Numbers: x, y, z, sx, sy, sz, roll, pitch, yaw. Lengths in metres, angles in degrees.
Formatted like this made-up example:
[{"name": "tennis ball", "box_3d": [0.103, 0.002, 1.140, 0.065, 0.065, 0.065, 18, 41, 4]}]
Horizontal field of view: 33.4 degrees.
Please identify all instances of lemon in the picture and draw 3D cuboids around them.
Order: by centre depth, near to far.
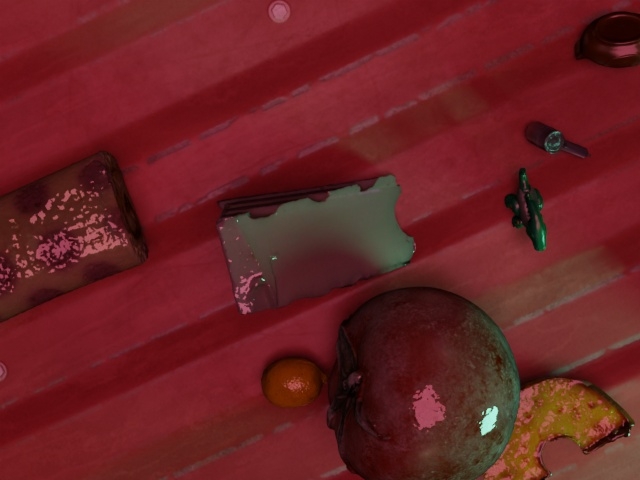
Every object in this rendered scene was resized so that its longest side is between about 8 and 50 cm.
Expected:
[{"name": "lemon", "box_3d": [-0.042, 0.229, 1.724, 0.110, 0.082, 0.082, -4, 98, 7]}]

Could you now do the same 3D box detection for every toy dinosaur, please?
[{"name": "toy dinosaur", "box_3d": [0.330, -0.051, 1.682, 0.059, 0.096, 0.132, -14, 101, 0]}]

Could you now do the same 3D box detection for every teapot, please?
[{"name": "teapot", "box_3d": [0.463, -0.305, 1.664, 0.129, 0.078, 0.098, -5, 57, 9]}]

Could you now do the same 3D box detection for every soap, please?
[{"name": "soap", "box_3d": [0.000, 0.000, 1.603, 0.302, 0.258, 0.159, -10, 97, 0]}]

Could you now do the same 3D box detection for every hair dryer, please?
[{"name": "hair dryer", "box_3d": [0.385, -0.152, 1.696, 0.114, 0.063, 0.037, 17, 104, -26]}]

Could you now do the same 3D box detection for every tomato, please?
[{"name": "tomato", "box_3d": [0.147, 0.227, 1.611, 0.282, 0.316, 0.317, 7, 98, -18]}]

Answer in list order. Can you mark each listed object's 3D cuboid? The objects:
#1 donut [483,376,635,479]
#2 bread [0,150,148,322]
[{"name": "donut", "box_3d": [0.358, 0.294, 1.727, 0.259, 0.101, 0.152, -29, 97, 4]}, {"name": "bread", "box_3d": [-0.450, 0.010, 1.649, 0.338, 0.155, 0.187, -22, 93, 3]}]
